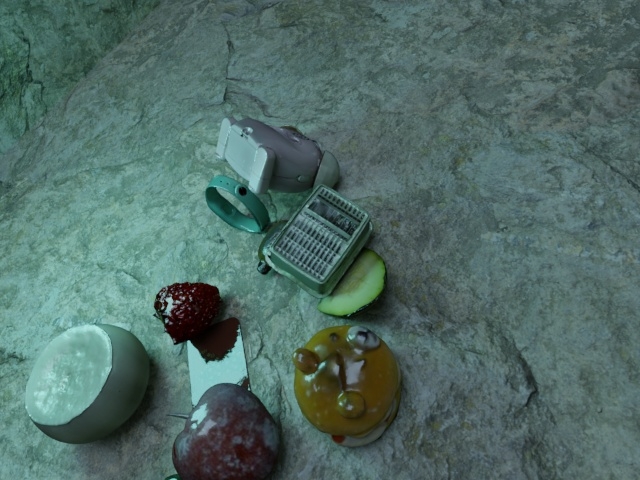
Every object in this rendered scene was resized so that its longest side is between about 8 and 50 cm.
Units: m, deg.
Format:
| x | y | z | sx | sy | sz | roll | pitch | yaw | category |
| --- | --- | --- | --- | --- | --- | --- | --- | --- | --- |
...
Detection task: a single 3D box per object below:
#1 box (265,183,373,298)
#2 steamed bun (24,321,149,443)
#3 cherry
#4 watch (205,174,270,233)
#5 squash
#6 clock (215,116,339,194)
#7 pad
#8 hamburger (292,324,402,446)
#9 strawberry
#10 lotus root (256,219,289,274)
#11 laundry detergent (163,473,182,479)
| x | y | z | sx | sy | sz | roll | pitch | yaw | category |
| --- | --- | --- | --- | --- | --- | --- | --- | --- | --- |
| 0.000 | 0.000 | 1.277 | 0.221 | 0.166 | 0.290 | 34 | 72 | 8 | box |
| -0.639 | 0.400 | 1.259 | 0.325 | 0.206 | 0.324 | -8 | 58 | 14 | steamed bun |
| -0.233 | 0.465 | 1.064 | 0.286 | 0.213 | 0.235 | 19 | 86 | 5 | cherry |
| -0.270 | -0.112 | 1.459 | 0.195 | 0.237 | 0.068 | -13 | 40 | 48 | watch |
| 0.105 | 0.110 | 1.206 | 0.204 | 0.155 | 0.236 | 28 | 73 | 31 | squash |
| -0.133 | -0.278 | 1.471 | 0.342 | 0.326 | 0.184 | 49 | 125 | 34 | clock |
| -0.297 | 0.359 | 1.284 | 0.181 | 0.004 | 0.267 | -23 | 54 | 6 | pad |
| 0.055 | 0.319 | 1.036 | 0.277 | 0.236 | 0.276 | -8 | 58 | 13 | hamburger |
| -0.389 | 0.197 | 1.325 | 0.202 | 0.187 | 0.184 | -31 | 86 | -20 | strawberry |
| -0.134 | 0.022 | 1.390 | 0.113 | 0.088 | 0.192 | 24 | 71 | 34 | lotus root |
| -0.291 | 0.630 | 1.068 | 0.211 | 0.063 | 0.137 | -7 | 50 | 16 | laundry detergent |
